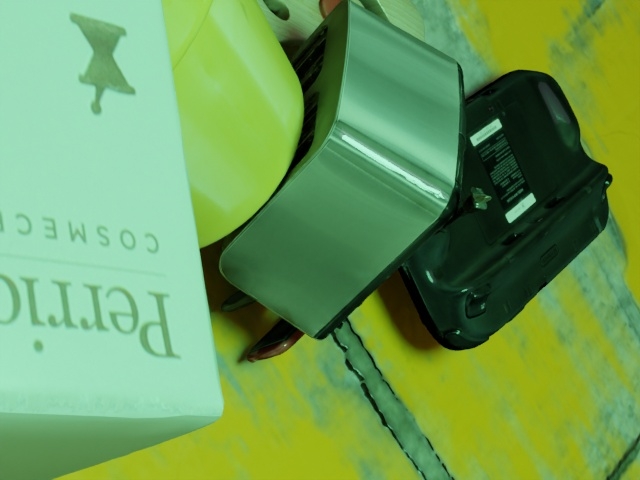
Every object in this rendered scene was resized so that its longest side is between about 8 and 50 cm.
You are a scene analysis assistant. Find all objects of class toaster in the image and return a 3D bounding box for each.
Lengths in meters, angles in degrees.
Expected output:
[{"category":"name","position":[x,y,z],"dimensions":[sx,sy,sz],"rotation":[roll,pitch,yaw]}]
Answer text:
[{"category":"toaster","position":[0.019,-0.052,1.090],"dimensions":[0.110,0.186,0.168],"rotation":[29,39,-20]}]

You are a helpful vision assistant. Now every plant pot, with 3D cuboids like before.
[{"category":"plant pot","position":[-0.138,-0.117,0.976],"dimensions":[0.239,0.254,0.254],"rotation":[42,47,-47]}]

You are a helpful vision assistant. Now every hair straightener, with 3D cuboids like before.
[{"category":"hair straightener","position":[0.000,0.000,1.194],"dimensions":[0.230,0.047,0.089],"rotation":[-38,103,-46]}]

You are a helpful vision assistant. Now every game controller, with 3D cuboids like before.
[{"category":"game controller","position":[0.147,-0.035,1.333],"dimensions":[0.166,0.067,0.319],"rotation":[58,38,-2]}]

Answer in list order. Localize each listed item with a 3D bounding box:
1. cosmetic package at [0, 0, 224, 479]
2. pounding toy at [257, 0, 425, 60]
[{"category":"cosmetic package","position":[-0.287,-0.078,0.672],"dimensions":[0.329,0.327,0.394],"rotation":[8,67,-48]},{"category":"pounding toy","position":[-0.007,-0.179,1.178],"dimensions":[0.269,0.155,0.154],"rotation":[38,46,-29]}]
